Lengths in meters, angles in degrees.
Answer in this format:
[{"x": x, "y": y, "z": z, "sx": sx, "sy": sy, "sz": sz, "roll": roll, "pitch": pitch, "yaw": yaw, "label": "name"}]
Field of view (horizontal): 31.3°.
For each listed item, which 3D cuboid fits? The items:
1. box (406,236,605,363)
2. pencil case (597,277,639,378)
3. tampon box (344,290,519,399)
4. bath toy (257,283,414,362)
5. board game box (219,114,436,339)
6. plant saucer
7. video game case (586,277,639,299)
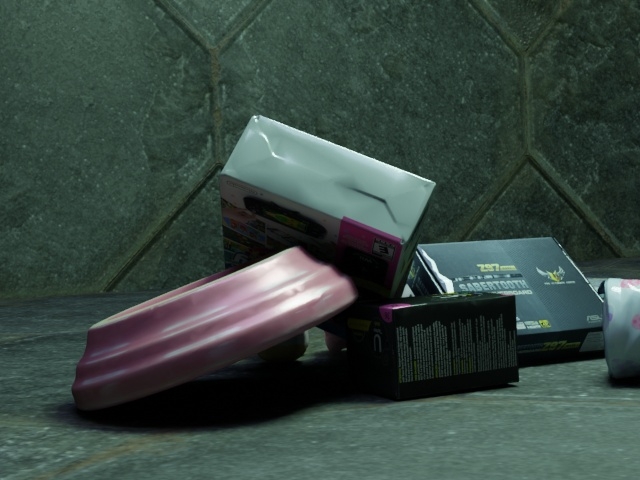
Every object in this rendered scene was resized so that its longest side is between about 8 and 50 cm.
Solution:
[{"x": 0.248, "y": 0.077, "z": 1.497, "sx": 0.232, "sy": 0.059, "sz": 0.183, "roll": -2, "pitch": 39, "yaw": -25, "label": "box"}, {"x": 0.447, "y": 0.098, "z": 1.264, "sx": 0.273, "sy": 0.114, "sz": 0.124, "roll": -2, "pitch": -18, "yaw": 18, "label": "pencil case"}, {"x": 0.124, "y": 0.114, "z": 1.292, "sx": 0.161, "sy": 0.102, "sz": 0.120, "roll": -4, "pitch": 1, "yaw": -26, "label": "tampon box"}, {"x": 0.021, "y": 0.099, "z": 1.577, "sx": 0.348, "sy": 0.129, "sz": 0.151, "roll": -3, "pitch": 36, "yaw": -2, "label": "bath toy"}, {"x": 0.000, "y": 0.000, "z": 1.387, "sx": 0.224, "sy": 0.098, "sz": 0.303, "roll": 22, "pitch": -25, "yaw": 8, "label": "board game box"}, {"x": -0.124, "y": 0.087, "z": 1.264, "sx": 0.332, "sy": 0.084, "sz": 0.332, "roll": -22, "pitch": 1, "yaw": 1, "label": "plant saucer"}, {"x": 0.399, "y": 0.103, "z": 1.967, "sx": 0.244, "sy": 0.061, "sz": 0.269, "roll": -5, "pitch": 3, "yaw": -33, "label": "video game case"}]
